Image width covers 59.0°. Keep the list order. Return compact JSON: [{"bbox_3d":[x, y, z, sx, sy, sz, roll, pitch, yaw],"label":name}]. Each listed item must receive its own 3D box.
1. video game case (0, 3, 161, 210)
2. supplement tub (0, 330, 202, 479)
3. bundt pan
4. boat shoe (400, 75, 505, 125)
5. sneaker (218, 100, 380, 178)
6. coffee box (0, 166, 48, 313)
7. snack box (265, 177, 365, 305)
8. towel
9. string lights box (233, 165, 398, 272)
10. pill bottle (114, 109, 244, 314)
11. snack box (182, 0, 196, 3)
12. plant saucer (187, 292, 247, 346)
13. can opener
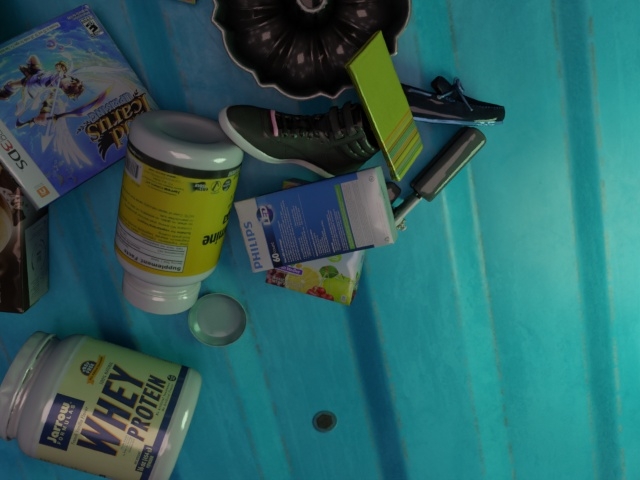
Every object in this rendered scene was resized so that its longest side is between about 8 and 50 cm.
[{"bbox_3d":[-0.432,-0.224,0.949,0.269,0.061,0.244,-40,108,-24],"label":"video game case"},{"bbox_3d":[-0.415,0.316,1.079,0.325,0.235,0.235,20,104,-10],"label":"supplement tub"},{"bbox_3d":[-0.019,-0.405,0.958,0.331,0.124,0.330,-1,106,-5],"label":"bundt pan"},{"bbox_3d":[0.213,-0.257,1.027,0.259,0.109,0.088,4,102,-7],"label":"boat shoe"},{"bbox_3d":[-0.017,-0.194,0.958,0.296,0.104,0.147,14,146,-37],"label":"sneaker"},{"bbox_3d":[-0.599,-0.030,1.026,0.168,0.119,0.296,5,105,-5],"label":"coffee box"},{"bbox_3d":[0.000,0.000,1.081,0.175,0.070,0.206,14,104,11],"label":"snack box"},{"bbox_3d":[0.111,-0.219,0.949,0.102,0.021,0.237,-54,133,-28],"label":"towel"},{"bbox_3d":[-0.008,-0.036,0.997,0.260,0.077,0.133,-12,98,16],"label":"string lights box"},{"bbox_3d":[-0.258,-0.042,0.998,0.188,0.188,0.333,14,118,-8],"label":"pill bottle"},{"bbox_3d":[-0.247,-0.474,0.931,0.100,0.037,0.141,13,139,-7],"label":"snack box"},{"bbox_3d":[-0.210,0.160,1.159,0.120,0.021,0.119,-1,107,-4],"label":"plant saucer"},{"bbox_3d":[0.192,-0.114,1.081,0.280,0.074,0.093,-43,105,8],"label":"can opener"}]
